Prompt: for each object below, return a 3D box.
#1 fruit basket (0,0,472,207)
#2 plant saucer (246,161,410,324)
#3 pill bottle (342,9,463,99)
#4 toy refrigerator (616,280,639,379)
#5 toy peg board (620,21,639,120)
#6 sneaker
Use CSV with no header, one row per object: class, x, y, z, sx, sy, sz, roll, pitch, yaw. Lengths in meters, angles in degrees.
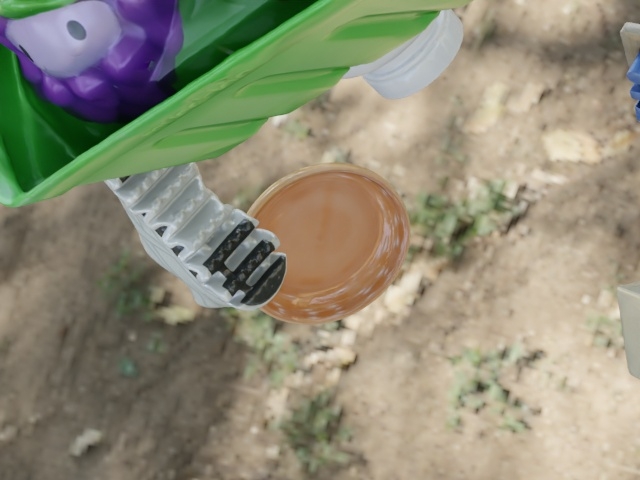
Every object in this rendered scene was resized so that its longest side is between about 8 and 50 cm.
fruit basket,-0.126,-0.206,0.916,0.392,0.392,0.283,-29,67,44
plant saucer,0.000,0.000,1.785,0.200,0.200,0.037,-59,30,18
pill bottle,0.001,-0.228,1.288,0.146,0.264,0.146,-31,35,25
toy refrigerator,0.397,0.104,1.645,0.269,0.094,0.102,-149,49,-78
toy peg board,0.399,-0.142,1.761,0.160,0.161,0.079,17,63,32
sneaker,-0.162,-0.044,1.627,0.110,0.292,0.118,-41,11,-28
